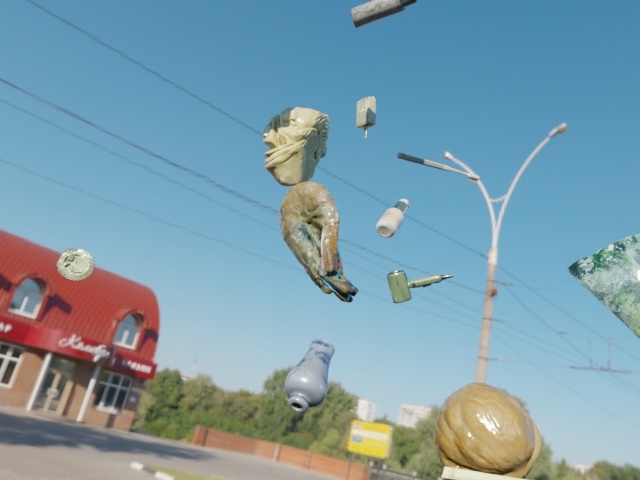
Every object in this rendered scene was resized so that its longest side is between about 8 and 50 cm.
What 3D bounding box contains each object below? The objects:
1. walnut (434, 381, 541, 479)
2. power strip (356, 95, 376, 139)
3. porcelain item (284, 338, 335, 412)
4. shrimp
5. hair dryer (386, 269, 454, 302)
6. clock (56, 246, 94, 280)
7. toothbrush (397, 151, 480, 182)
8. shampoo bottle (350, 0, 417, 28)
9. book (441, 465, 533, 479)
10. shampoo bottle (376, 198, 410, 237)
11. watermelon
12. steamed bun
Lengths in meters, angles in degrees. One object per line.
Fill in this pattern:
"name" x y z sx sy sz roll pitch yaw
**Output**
"walnut" 0.450 0.534 1.539 0.286 0.285 0.296 5 -48 23
"power strip" 0.177 -0.474 2.199 0.042 0.175 0.075 9 -12 -37
"porcelain item" -0.032 0.443 1.864 0.141 0.259 0.141 12 -49 14
"shrimp" 0.000 0.000 1.712 0.110 0.445 0.221 13 -50 -47
"hair dryer" 0.231 0.095 1.301 0.150 0.071 0.047 -13 3 17
"clock" -0.557 0.055 1.293 0.083 0.074 0.010 21 -14 1
"toothbrush" 0.473 -0.295 2.278 0.343 0.025 0.030 18 -59 0
"shampoo bottle" 0.207 -0.757 1.837 0.214 0.072 0.072 -12 -29 24
"book" 0.409 0.500 1.132 0.283 0.025 0.215 -5 -32 30
"shampoo bottle" 0.263 -0.087 2.012 0.074 0.192 0.074 19 -45 20
"watermelon" 0.780 0.106 1.352 0.320 0.289 0.213 38 -9 33
"steamed bun" -0.107 -0.346 2.088 0.204 0.288 0.276 15 8 20
